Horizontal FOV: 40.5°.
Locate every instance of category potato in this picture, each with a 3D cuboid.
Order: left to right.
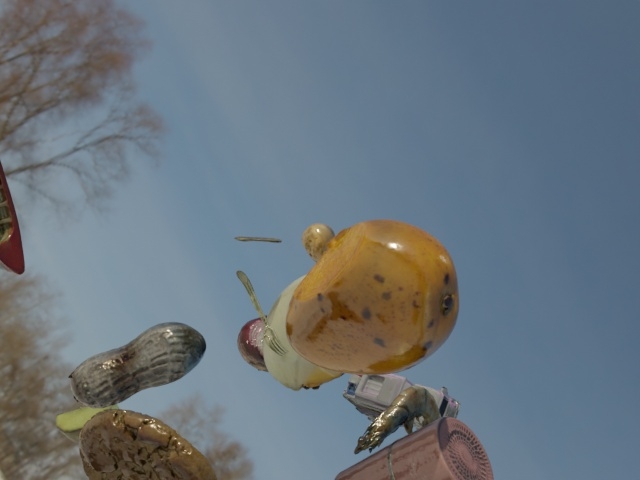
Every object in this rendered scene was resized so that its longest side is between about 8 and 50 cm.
[{"bbox_3d":[-0.491,0.425,1.884,0.081,0.149,0.120,-85,155,-58],"label":"potato"},{"bbox_3d":[0.000,0.000,1.480,0.062,0.083,0.068,8,-65,22],"label":"potato"}]

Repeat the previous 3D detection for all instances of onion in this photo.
[{"bbox_3d":[-0.144,0.273,2.416,0.173,0.198,0.135,34,-39,-12],"label":"onion"}]

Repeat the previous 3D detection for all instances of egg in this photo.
[{"bbox_3d":[-0.030,0.190,2.002,0.264,0.286,0.174,29,-19,41],"label":"egg"}]

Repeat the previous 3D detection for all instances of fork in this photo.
[{"bbox_3d":[-0.135,0.159,1.935,0.034,0.028,0.219,-40,-110,34],"label":"fork"}]

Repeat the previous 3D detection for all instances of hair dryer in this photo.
[{"bbox_3d":[0.188,0.442,1.228,0.210,0.125,0.352,-35,-93,27],"label":"hair dryer"}]

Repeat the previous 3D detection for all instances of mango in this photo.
[{"bbox_3d":[0.067,0.091,1.157,0.191,0.160,0.290,40,-45,-15],"label":"mango"}]

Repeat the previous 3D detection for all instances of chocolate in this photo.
[{"bbox_3d":[-0.321,0.218,1.524,0.110,0.248,0.110,60,-11,21],"label":"chocolate"}]

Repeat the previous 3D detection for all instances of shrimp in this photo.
[{"bbox_3d":[0.150,0.355,1.533,0.035,0.195,0.148,-6,-66,55],"label":"shrimp"}]

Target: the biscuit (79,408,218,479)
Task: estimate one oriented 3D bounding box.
[{"bbox_3d":[-0.228,0.309,1.139,0.226,0.042,0.226,16,-52,21],"label":"biscuit"}]

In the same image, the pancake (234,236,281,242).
[{"bbox_3d":[-0.142,-0.002,1.968,0.115,0.115,0.011,1,-92,58],"label":"pancake"}]

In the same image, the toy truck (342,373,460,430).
[{"bbox_3d":[0.205,0.408,2.211,0.268,0.124,0.155,9,-25,40],"label":"toy truck"}]

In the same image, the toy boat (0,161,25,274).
[{"bbox_3d":[-0.540,-0.111,1.304,0.079,0.136,0.392,2,-56,16],"label":"toy boat"}]
